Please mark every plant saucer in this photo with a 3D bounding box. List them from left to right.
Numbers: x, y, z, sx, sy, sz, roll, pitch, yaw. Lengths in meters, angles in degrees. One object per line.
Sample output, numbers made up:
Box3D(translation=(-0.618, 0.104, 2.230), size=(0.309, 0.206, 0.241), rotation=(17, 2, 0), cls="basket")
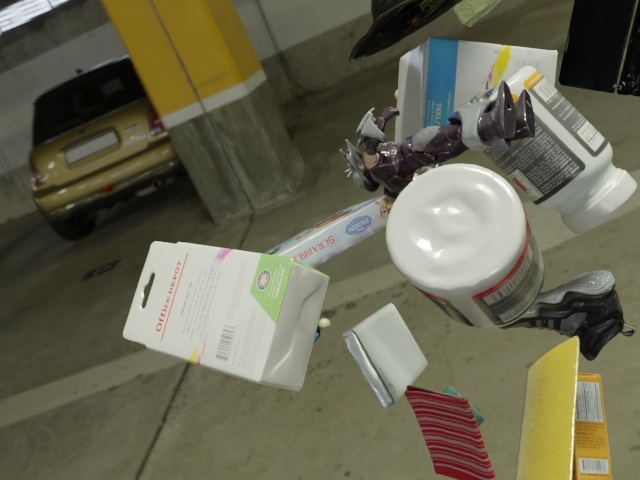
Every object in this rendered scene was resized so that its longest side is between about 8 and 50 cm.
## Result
Box3D(translation=(0.375, 0.377, 1.025), size=(0.081, 0.332, 0.332), rotation=(4, 48, 22), cls="plant saucer")

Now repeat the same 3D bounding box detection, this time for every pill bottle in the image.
Box3D(translation=(0.226, 0.030, 0.886), size=(0.177, 0.318, 0.176), rotation=(-9, 68, 23), cls="pill bottle")
Box3D(translation=(0.399, -0.155, 1.070), size=(0.162, 0.278, 0.162), rotation=(-43, -3, -3), cls="pill bottle")

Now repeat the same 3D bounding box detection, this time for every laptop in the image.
Box3D(translation=(0.573, -0.371, 1.061), size=(0.265, 0.234, 0.136), rotation=(11, 20, 18), cls="laptop")

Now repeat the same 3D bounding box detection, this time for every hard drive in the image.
Box3D(translation=(0.203, 0.329, 1.825), size=(0.047, 0.232, 0.353), rotation=(-33, -7, 25), cls="hard drive")

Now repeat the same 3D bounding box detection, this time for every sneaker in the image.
Box3D(translation=(0.473, 0.167, 1.209), size=(0.101, 0.153, 0.269), rotation=(-25, -4, -45), cls="sneaker")

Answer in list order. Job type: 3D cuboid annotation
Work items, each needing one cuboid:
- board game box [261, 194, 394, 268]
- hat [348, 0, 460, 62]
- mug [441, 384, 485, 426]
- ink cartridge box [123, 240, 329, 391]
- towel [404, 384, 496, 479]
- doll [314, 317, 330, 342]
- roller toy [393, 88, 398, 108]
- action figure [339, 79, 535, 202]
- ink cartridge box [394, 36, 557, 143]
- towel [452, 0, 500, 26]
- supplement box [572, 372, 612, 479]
Box3D(translation=(0.000, 0.000, 1.458), size=(0.319, 0.065, 0.318), rotation=(-29, 6, -22), cls="board game box")
Box3D(translation=(0.157, -0.456, 1.091), size=(0.332, 0.133, 0.331), rotation=(-30, 6, 3), cls="hat")
Box3D(translation=(0.367, 0.477, 1.645), size=(0.097, 0.157, 0.129), rotation=(-45, 24, -5), cls="mug")
Box3D(translation=(-0.176, 0.122, 1.090), size=(0.354, 0.119, 0.207), rotation=(7, 77, 37), cls="ink cartridge box")
Box3D(translation=(0.328, 0.498, 1.545), size=(0.031, 0.274, 0.199), rotation=(-33, 19, -36), cls="towel")
Box3D(translation=(-0.056, 0.281, 1.808), size=(0.189, 0.046, 0.129), rotation=(-30, 31, 7), cls="doll")
Box3D(translation=(0.290, -0.329, 1.616), size=(0.146, 0.209, 0.191), rotation=(-20, 60, 5), cls="roller toy")
Box3D(translation=(0.154, -0.133, 0.878), size=(0.285, 0.099, 0.185), rotation=(-18, -24, 37), cls="action figure")
Box3D(translation=(0.316, -0.293, 1.281), size=(0.270, 0.197, 0.198), rotation=(3, 4, -9), cls="ink cartridge box")
Box3D(translation=(0.341, -0.584, 1.422), size=(0.110, 0.148, 0.027), rotation=(-35, -1, 19), cls="towel")
Box3D(translation=(0.544, 0.397, 1.270), size=(0.080, 0.233, 0.078), rotation=(6, -22, 0), cls="supplement box")
